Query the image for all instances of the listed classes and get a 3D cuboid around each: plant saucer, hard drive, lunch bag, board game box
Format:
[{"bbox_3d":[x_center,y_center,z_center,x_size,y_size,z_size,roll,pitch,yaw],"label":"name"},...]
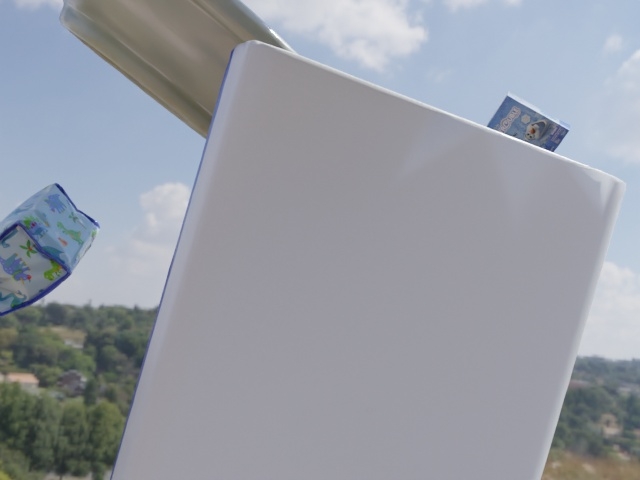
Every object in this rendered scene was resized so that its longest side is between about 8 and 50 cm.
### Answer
[{"bbox_3d":[-0.146,-0.190,0.771,0.400,0.100,0.400,38,0,0],"label":"plant saucer"},{"bbox_3d":[0.015,0.096,0.364,0.210,0.318,0.040,16,0,-23],"label":"hard drive"},{"bbox_3d":[-0.335,0.022,0.836,0.096,0.151,0.129,48,17,-17],"label":"lunch bag"},{"bbox_3d":[0.253,-0.129,0.970,0.090,0.090,0.020,30,34,1],"label":"board game box"}]
